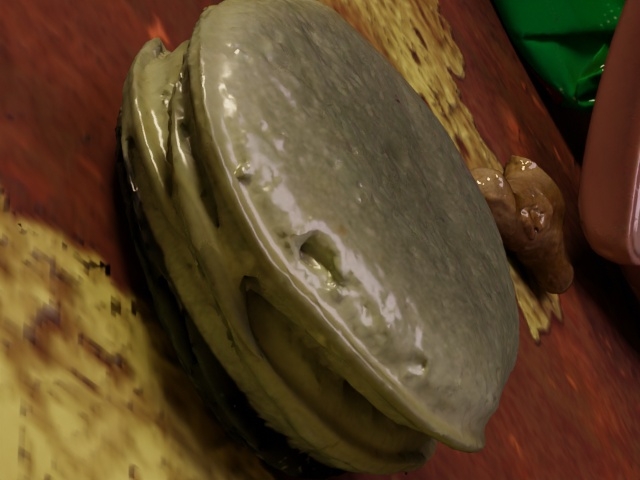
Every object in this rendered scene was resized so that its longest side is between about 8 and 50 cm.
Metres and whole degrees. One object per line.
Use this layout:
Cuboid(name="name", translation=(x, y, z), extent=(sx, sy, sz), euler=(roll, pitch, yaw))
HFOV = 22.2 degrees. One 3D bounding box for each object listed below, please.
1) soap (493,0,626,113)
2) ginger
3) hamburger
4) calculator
Cuboid(name="soap", translation=(0.175, -0.171, 1.003), extent=(0.218, 0.098, 0.273), euler=(63, 20, 0))
Cuboid(name="ginger", translation=(0.088, -0.013, 0.691), extent=(0.097, 0.030, 0.048), euler=(42, 31, -49))
Cuboid(name="hamburger", translation=(0.000, 0.000, 0.419), extent=(0.133, 0.062, 0.140), euler=(58, 22, -3))
Cuboid(name="calculator", translation=(0.216, -0.084, 0.876), extent=(0.220, 0.048, 0.330), euler=(52, 52, -43))
